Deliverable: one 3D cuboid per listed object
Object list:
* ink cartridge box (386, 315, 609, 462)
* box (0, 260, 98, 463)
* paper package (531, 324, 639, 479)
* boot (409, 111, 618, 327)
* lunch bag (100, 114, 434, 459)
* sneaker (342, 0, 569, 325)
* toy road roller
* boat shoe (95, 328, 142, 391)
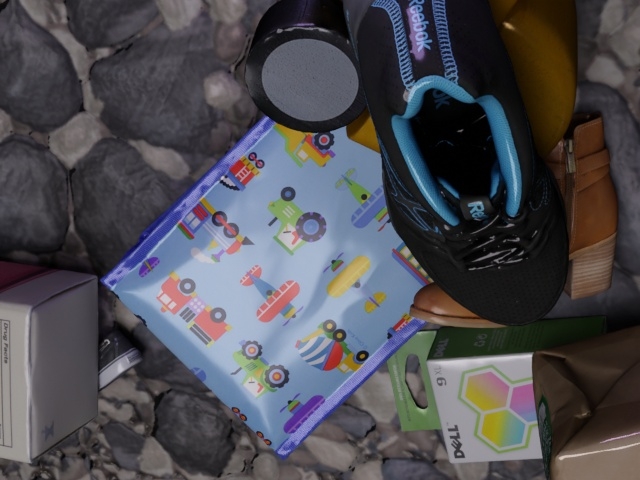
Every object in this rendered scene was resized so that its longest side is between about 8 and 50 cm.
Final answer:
[{"bbox_3d":[0.155,0.134,1.348,0.209,0.062,0.109,-5,115,20],"label":"ink cartridge box"},{"bbox_3d":[-0.336,0.100,1.417,0.232,0.127,0.149,8,106,19],"label":"box"},{"bbox_3d":[0.352,0.229,1.238,0.309,0.168,0.325,-14,114,6],"label":"paper package"},{"bbox_3d":[0.152,-0.018,1.224,0.073,0.197,0.152,26,127,56],"label":"boot"},{"bbox_3d":[0.000,0.000,1.299,0.221,0.138,0.293,45,110,-7],"label":"lunch bag"},{"bbox_3d":[0.096,-0.035,1.047,0.125,0.140,0.341,-19,134,11],"label":"sneaker"},{"bbox_3d":[0.109,-0.204,1.112,0.240,0.202,0.329,25,127,-11],"label":"toy road roller"},{"bbox_3d":[-0.231,0.133,1.480,0.142,0.049,0.040,-35,87,26],"label":"boat shoe"}]
